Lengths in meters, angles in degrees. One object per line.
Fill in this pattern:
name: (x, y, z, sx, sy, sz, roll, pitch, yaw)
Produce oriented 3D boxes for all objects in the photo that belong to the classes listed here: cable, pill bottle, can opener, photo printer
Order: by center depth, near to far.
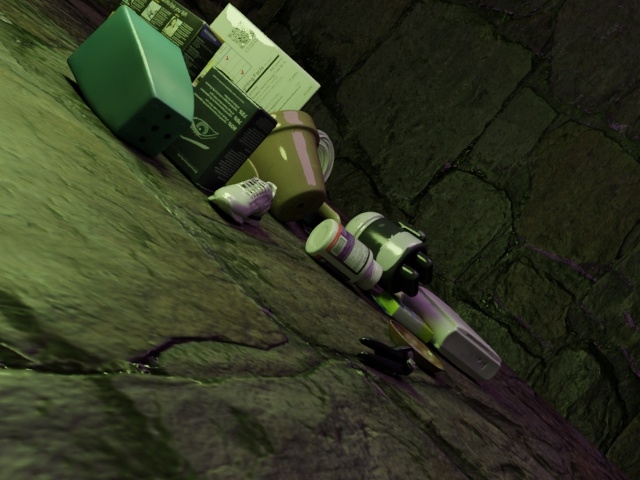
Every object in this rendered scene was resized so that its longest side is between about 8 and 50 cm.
can opener: (0.117, 0.212, 1.320, 0.186, 0.073, 0.059, 26, 55, -57)
pill bottle: (0.065, 0.042, 1.861, 0.193, 0.108, 0.108, 39, 7, -24)
photo printer: (0.378, 0.268, 2.209, 0.256, 0.107, 0.307, 38, 7, -32)
cable: (-0.068, -0.249, 2.402, 0.089, 0.257, 0.257, 31, -5, 34)

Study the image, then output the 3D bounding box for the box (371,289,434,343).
box: (0.229, 0.206, 2.034, 0.178, 0.042, 0.109, 39, 6, -29)

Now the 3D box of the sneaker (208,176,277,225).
sneaker: (-0.155, -0.091, 1.509, 0.090, 0.095, 0.235, 44, 8, 6)

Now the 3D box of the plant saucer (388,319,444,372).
plant saucer: (0.217, 0.252, 1.709, 0.168, 0.029, 0.168, 42, 7, -6)

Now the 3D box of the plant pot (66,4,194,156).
plant pot: (-0.347, -0.286, 1.400, 0.165, 0.166, 0.234, 33, 24, -51)

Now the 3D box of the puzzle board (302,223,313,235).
puzzle board: (0.000, 0.000, 2.204, 0.128, 0.011, 0.096, 40, 6, -11)

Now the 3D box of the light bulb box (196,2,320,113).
light bulb box: (-0.248, -0.457, 2.246, 0.361, 0.358, 0.225, 42, 4, -7)

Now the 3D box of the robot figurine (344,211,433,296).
robot figurine: (0.183, 0.039, 2.037, 0.278, 0.173, 0.209, 36, 22, 30)

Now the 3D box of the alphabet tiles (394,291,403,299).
alphabet tiles: (0.302, 0.211, 2.539, 0.284, 0.021, 0.278, 45, 7, 32)

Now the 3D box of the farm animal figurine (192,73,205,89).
farm animal figurine: (-0.375, -0.390, 1.992, 0.330, 0.172, 0.327, 50, 19, 5)

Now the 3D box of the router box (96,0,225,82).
router box: (-0.396, -0.443, 1.688, 0.309, 0.243, 0.081, 42, 4, 35)

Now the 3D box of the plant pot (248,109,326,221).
plant pot: (-0.092, -0.182, 1.967, 0.229, 0.263, 0.263, 63, 15, 23)

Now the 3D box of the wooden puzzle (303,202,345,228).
wooden puzzle: (0.045, -0.024, 2.309, 0.348, 0.080, 0.322, 45, 0, -43)

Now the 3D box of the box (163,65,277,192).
box: (-0.220, -0.228, 1.529, 0.153, 0.207, 0.108, 45, 7, 18)

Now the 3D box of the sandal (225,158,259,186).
sandal: (-0.213, -0.180, 1.797, 0.240, 0.088, 0.079, 39, 10, 25)
